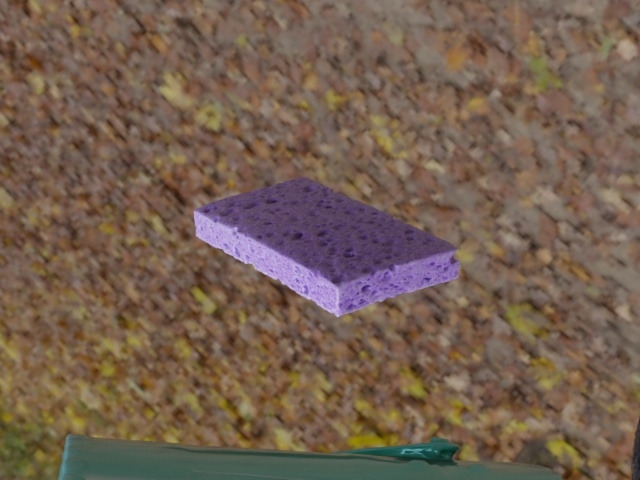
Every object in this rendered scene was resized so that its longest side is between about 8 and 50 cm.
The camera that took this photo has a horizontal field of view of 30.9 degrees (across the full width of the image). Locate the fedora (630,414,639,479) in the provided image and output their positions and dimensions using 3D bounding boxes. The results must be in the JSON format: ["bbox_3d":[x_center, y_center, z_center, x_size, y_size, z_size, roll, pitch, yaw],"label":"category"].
[{"bbox_3d":[0.283,0.109,0.664,0.153,0.334,0.334,28,154,-1],"label":"fedora"}]

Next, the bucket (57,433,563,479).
[{"bbox_3d":[-0.025,0.202,0.414,0.183,0.281,0.281,13,156,-10],"label":"bucket"}]

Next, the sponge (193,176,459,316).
[{"bbox_3d":[0.000,0.000,0.938,0.210,0.117,0.031,27,127,49],"label":"sponge"}]
